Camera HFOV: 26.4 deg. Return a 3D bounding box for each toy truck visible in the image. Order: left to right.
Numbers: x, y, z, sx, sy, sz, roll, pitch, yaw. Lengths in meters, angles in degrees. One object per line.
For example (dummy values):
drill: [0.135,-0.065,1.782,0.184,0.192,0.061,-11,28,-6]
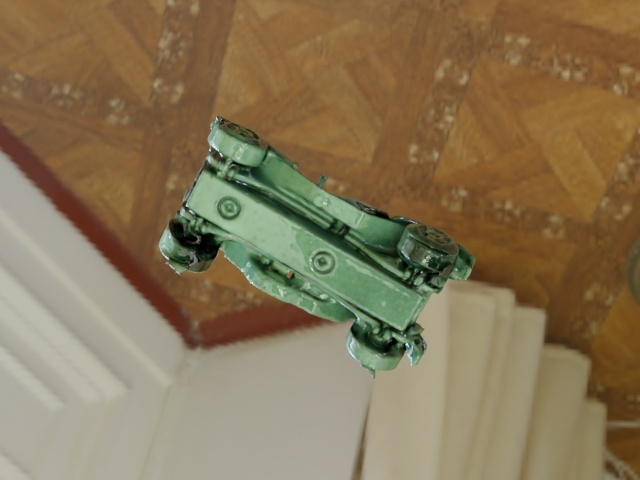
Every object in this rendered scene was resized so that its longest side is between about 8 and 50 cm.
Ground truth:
toy truck: [-0.001,-0.001,0.719,0.154,0.078,0.080,28,109,1]
